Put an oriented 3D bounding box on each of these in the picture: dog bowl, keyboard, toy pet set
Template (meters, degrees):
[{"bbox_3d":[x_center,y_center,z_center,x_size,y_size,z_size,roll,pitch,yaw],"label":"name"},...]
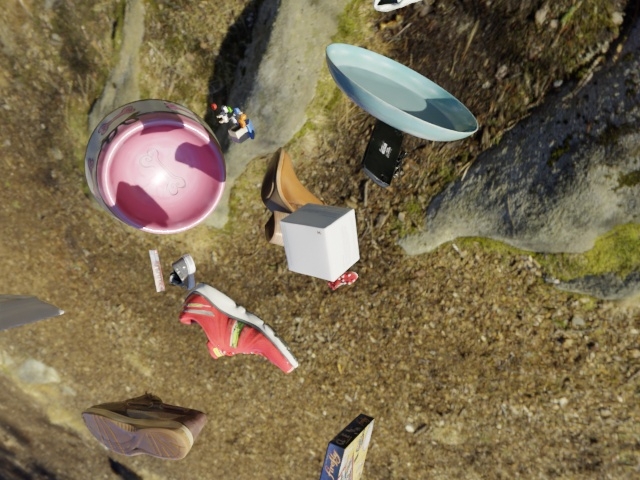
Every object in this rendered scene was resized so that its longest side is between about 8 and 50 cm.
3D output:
[{"bbox_3d":[-0.464,-0.199,1.315,0.150,0.408,0.408,36,146,53],"label":"dog bowl"},{"bbox_3d":[0.129,-0.171,0.912,0.100,0.192,0.038,37,137,-16],"label":"keyboard"},{"bbox_3d":[-0.211,-0.318,1.175,0.122,0.065,0.114,25,147,41],"label":"toy pet set"}]

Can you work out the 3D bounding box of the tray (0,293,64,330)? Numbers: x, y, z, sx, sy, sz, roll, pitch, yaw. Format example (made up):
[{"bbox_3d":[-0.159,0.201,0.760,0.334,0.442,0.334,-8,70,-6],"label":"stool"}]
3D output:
[{"bbox_3d":[-0.512,0.088,0.595,0.270,0.145,0.030,3,90,2],"label":"tray"}]

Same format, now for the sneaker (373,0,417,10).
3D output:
[{"bbox_3d":[0.167,-0.461,0.822,0.152,0.061,0.054,-14,119,30],"label":"sneaker"}]

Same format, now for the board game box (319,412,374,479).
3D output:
[{"bbox_3d":[0.062,0.537,1.083,0.042,0.243,0.165,13,90,23],"label":"board game box"}]

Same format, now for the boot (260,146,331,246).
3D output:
[{"bbox_3d":[-0.028,-0.094,1.119,0.220,0.283,0.109,11,141,-28],"label":"boot"}]

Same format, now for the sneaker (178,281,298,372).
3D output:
[{"bbox_3d":[-0.173,0.202,0.928,0.279,0.118,0.107,31,166,14],"label":"sneaker"}]

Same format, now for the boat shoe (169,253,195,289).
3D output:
[{"bbox_3d":[-0.461,0.117,1.468,0.080,0.076,0.228,59,152,10],"label":"boat shoe"}]

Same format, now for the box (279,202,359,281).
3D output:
[{"bbox_3d":[0.000,0.000,0.769,0.102,0.087,0.101,11,122,34],"label":"box"}]

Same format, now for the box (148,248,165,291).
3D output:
[{"bbox_3d":[-0.542,0.099,1.474,0.094,0.027,0.137,170,89,-67],"label":"box"}]

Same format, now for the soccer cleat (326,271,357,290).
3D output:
[{"bbox_3d":[0.047,0.077,0.924,0.029,0.035,0.083,47,134,-12],"label":"soccer cleat"}]

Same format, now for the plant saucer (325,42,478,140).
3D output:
[{"bbox_3d":[0.148,-0.275,0.842,0.317,0.317,0.044,32,125,6],"label":"plant saucer"}]

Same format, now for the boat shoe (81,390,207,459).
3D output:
[{"bbox_3d":[-0.435,0.444,1.105,0.342,0.123,0.123,-5,111,25],"label":"boat shoe"}]
